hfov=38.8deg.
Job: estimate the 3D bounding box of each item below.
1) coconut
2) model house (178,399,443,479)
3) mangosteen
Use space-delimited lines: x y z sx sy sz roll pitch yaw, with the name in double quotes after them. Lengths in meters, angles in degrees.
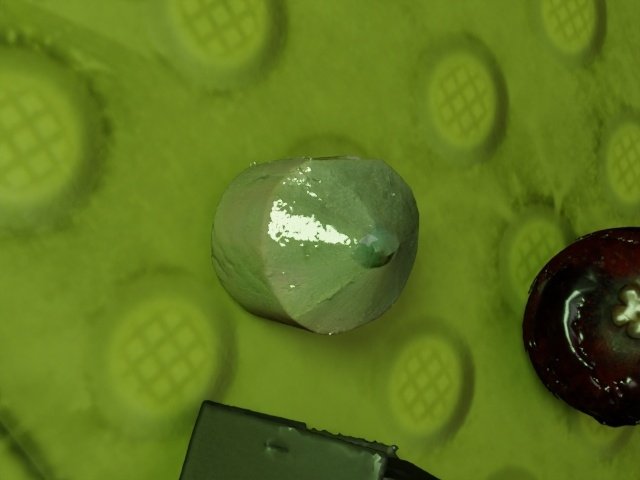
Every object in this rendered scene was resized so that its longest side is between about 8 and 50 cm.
0.000 0.000 0.566 0.116 0.122 0.116 -1 92 -36 "coconut"
-0.041 0.205 0.510 0.243 0.204 0.211 18 79 -18 "model house"
0.253 0.073 0.742 0.180 0.166 0.166 39 66 -59 "mangosteen"
